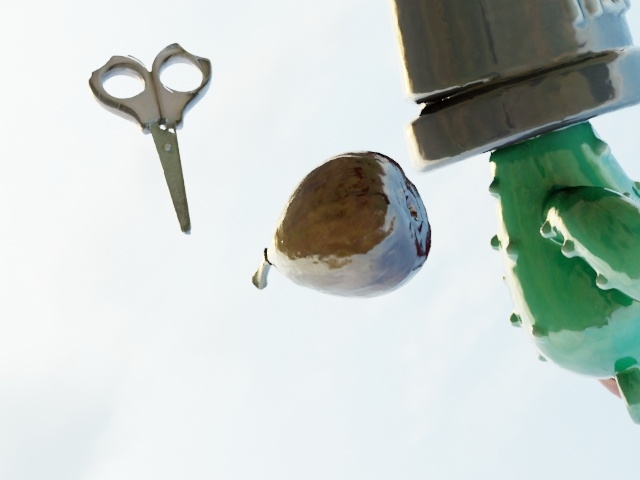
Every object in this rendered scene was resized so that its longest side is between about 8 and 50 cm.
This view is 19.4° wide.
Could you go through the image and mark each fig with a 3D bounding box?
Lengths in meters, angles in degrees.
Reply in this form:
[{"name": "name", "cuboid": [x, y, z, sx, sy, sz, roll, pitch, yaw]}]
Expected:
[{"name": "fig", "cuboid": [0.000, 0.000, 1.087, 0.125, 0.089, 0.089, -21, -143, 26]}]

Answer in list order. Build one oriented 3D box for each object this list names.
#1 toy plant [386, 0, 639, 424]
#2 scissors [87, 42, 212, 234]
[{"name": "toy plant", "cuboid": [0.161, -0.061, 1.306, 0.185, 0.400, 0.279, -17, -177, -24]}, {"name": "scissors", "cuboid": [-0.121, -0.079, 1.451, 0.100, 0.015, 0.189, -10, -127, -7]}]
